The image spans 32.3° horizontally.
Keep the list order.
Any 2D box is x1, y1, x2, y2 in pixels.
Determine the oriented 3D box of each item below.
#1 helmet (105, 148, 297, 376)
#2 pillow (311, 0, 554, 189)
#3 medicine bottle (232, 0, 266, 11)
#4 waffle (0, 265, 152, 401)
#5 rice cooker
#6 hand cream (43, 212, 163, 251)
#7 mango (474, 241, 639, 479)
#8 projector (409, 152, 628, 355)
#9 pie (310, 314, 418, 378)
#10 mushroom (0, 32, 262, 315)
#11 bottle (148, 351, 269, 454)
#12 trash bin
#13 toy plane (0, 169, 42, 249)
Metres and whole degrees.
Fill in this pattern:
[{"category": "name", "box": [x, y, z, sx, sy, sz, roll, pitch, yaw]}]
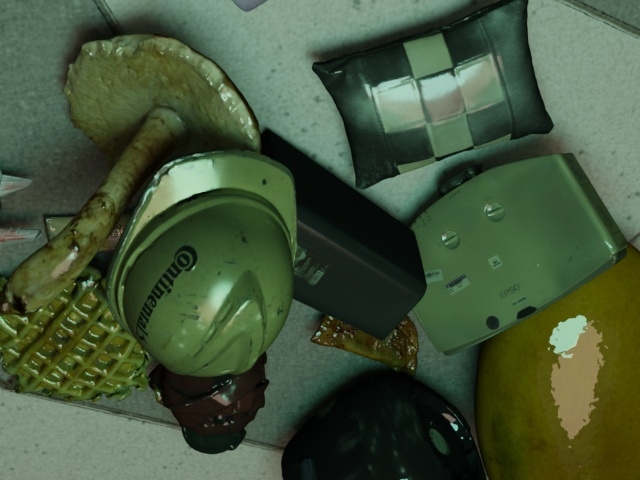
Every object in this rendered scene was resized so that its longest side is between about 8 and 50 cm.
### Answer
[{"category": "helmet", "box": [-0.100, 0.051, 1.112, 0.204, 0.137, 0.257, 0, 127, -27]}, {"category": "pillow", "box": [0.131, -0.166, 1.263, 0.250, 0.106, 0.186, -17, 126, 4]}, {"category": "medicine bottle", "box": [0.040, -0.393, 1.010, 0.388, 0.219, 0.219, -30, 126, 8]}, {"category": "waffle", "box": [-0.310, 0.117, 1.365, 0.214, 0.054, 0.207, 0, 128, 9]}, {"category": "rice cooker", "box": [0.094, 0.324, 1.508, 0.224, 0.267, 0.267, -35, 125, 22]}, {"category": "hand cream", "box": [-0.256, -0.010, 1.325, 0.143, 0.039, 0.061, -7, 128, -3]}, {"category": "mango", "box": [0.357, 0.203, 1.505, 0.300, 0.232, 0.445, -6, 120, -7]}, {"category": "projector", "box": [0.219, 0.003, 1.362, 0.269, 0.088, 0.193, -34, 82, 29]}, {"category": "pie", "box": [0.076, 0.125, 1.500, 0.191, 0.033, 0.088, 25, 104, -35]}, {"category": "mushroom", "box": [-0.180, -0.054, 1.165, 0.208, 0.301, 0.233, 21, 159, -41]}, {"category": "bottle", "box": [-0.146, 0.159, 1.405, 0.156, 0.143, 0.271, 16, 128, 17]}, {"category": "trash bin", "box": [0.000, 0.000, 1.290, 0.225, 0.165, 0.115, 31, 114, -20]}, {"category": "toy plane", "box": [-0.408, -0.022, 1.261, 0.162, 0.065, 0.171, 31, 115, -30]}]
